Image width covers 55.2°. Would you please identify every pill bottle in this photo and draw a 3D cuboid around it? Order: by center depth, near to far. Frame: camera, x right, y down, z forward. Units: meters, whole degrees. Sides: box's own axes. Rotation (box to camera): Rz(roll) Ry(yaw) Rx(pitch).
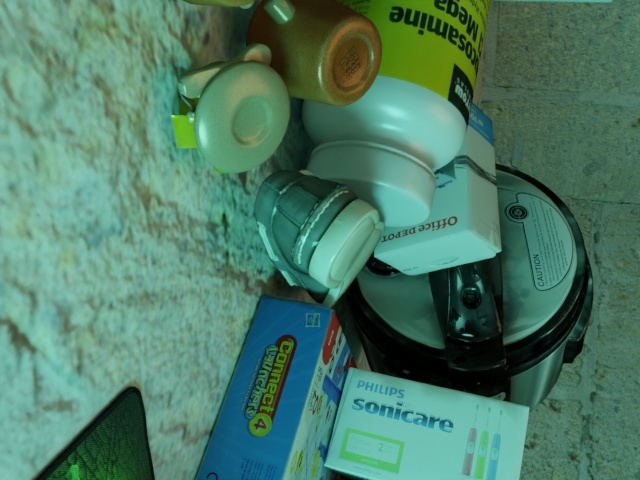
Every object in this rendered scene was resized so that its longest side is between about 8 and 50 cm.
[{"bbox_3d":[0.086,-0.195,0.705,0.188,0.187,0.334,50,51,-67],"label":"pill bottle"}]

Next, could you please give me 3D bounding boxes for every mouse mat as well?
[{"bbox_3d":[-0.160,0.219,0.432,0.153,0.007,0.190,-51,146,-58],"label":"mouse mat"}]

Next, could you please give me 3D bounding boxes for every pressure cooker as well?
[{"bbox_3d":[0.224,0.086,0.977,0.375,0.370,0.420,-41,147,-15],"label":"pressure cooker"}]

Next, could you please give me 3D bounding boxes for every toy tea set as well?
[{"bbox_3d":[-0.054,-0.226,0.454,0.200,0.124,0.336,-27,133,-32],"label":"toy tea set"}]

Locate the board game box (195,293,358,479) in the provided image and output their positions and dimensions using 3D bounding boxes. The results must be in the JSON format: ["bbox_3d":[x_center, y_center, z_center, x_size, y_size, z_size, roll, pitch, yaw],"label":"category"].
[{"bbox_3d":[-0.037,0.269,0.701,0.302,0.086,0.308,69,34,-56],"label":"board game box"}]

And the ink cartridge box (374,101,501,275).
[{"bbox_3d":[0.146,-0.067,0.782,0.082,0.139,0.191,29,55,-42],"label":"ink cartridge box"}]

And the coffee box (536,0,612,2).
[{"bbox_3d":[0.243,-0.561,0.791,0.338,0.334,0.338,53,49,-63],"label":"coffee box"}]

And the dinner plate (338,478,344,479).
[{"bbox_3d":[0.016,0.364,0.740,0.141,0.017,0.141,10,90,-73],"label":"dinner plate"}]

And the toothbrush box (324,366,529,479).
[{"bbox_3d":[0.142,0.274,0.781,0.283,0.206,0.122,67,36,-59],"label":"toothbrush box"}]

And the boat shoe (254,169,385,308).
[{"bbox_3d":[0.000,0.000,0.653,0.116,0.099,0.319,-56,171,-6],"label":"boat shoe"}]
